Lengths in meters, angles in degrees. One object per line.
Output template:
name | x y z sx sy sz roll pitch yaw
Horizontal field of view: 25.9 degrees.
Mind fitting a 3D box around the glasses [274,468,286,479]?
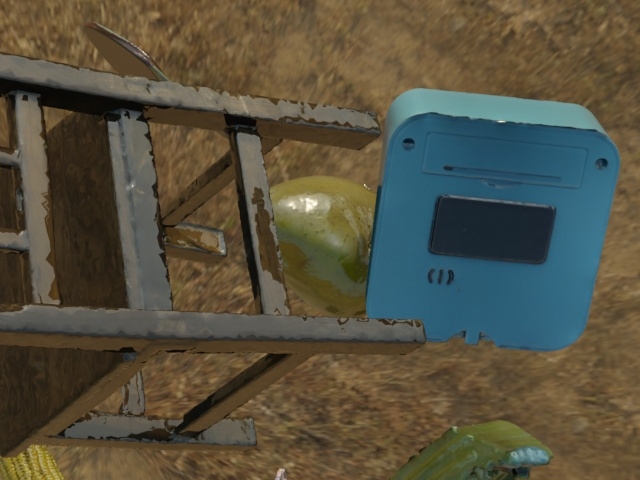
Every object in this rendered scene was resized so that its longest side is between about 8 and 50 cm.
glasses | -0.020 0.386 1.752 0.095 0.255 0.162 -8 50 1

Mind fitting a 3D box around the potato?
potato | 0.000 0.000 1.513 0.194 0.157 0.157 21 79 -37

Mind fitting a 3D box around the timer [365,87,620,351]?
timer | 0.167 -0.017 1.413 0.232 0.091 0.250 6 111 -5

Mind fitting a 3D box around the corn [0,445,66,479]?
corn | -0.360 0.289 1.728 0.072 0.072 0.203 -30 56 -11

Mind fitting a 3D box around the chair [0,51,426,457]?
chair | -0.175 0.020 0.913 0.416 0.240 0.203 6 66 -36

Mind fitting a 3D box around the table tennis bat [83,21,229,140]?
table tennis bat | -0.197 -0.192 1.739 0.022 0.173 0.301 -49 47 -10

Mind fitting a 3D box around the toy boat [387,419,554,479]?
toy boat | 0.171 0.291 1.723 0.111 0.276 0.084 -2 62 -36
